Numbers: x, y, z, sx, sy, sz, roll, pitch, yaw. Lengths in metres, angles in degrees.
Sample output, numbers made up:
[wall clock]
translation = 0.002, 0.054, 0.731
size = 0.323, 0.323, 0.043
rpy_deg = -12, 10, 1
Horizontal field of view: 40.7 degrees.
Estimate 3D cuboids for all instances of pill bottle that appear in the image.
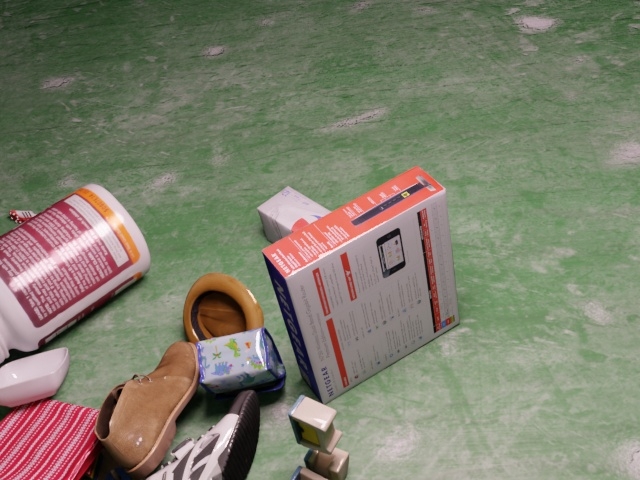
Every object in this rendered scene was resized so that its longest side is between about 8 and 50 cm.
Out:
[pill bottle]
translation = -0.555, 0.076, 1.703
size = 0.392, 0.224, 0.224
rpy_deg = -37, 47, -27

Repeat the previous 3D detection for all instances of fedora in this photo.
[fedora]
translation = -0.169, 0.147, 1.617
size = 0.194, 0.194, 0.079
rpy_deg = 19, 14, 31

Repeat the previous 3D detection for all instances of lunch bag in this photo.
[lunch bag]
translation = -0.135, 0.223, 1.505
size = 0.128, 0.151, 0.096
rpy_deg = -11, 67, 4

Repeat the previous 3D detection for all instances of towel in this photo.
[towel]
translation = -0.489, 0.357, 1.494
size = 0.275, 0.031, 0.199
rpy_deg = 2, 41, 35

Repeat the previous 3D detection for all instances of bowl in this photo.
[bowl]
translation = -0.537, 0.260, 1.611
size = 0.142, 0.053, 0.142
rpy_deg = -17, 15, -1

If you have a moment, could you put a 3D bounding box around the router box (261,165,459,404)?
[router box]
translation = 0.082, 0.082, 1.455
size = 0.301, 0.335, 0.082
rpy_deg = -28, 45, -15

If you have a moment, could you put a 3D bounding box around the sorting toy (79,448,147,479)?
[sorting toy]
translation = -0.392, 0.406, 1.449
size = 0.274, 0.046, 0.132
rpy_deg = 18, 51, 31

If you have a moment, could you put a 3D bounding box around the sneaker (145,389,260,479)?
[sneaker]
translation = -0.203, 0.369, 1.382
size = 0.146, 0.122, 0.330
rpy_deg = 8, 46, 20

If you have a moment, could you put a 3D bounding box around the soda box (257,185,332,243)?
[soda box]
translation = 0.000, 0.000, 1.742
size = 0.091, 0.098, 0.286
rpy_deg = -37, 48, -23

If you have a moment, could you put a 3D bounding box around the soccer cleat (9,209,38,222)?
[soccer cleat]
translation = -0.699, -0.058, 2.041
size = 0.083, 0.029, 0.035
rpy_deg = 13, 40, 22

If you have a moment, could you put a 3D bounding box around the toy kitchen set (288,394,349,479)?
[toy kitchen set]
translation = -0.062, 0.363, 1.318
size = 0.122, 0.166, 0.207
rpy_deg = 14, 49, 27

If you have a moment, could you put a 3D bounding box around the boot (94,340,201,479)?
[boot]
translation = -0.293, 0.260, 1.494
size = 0.112, 0.115, 0.305
rpy_deg = -34, 21, 27
